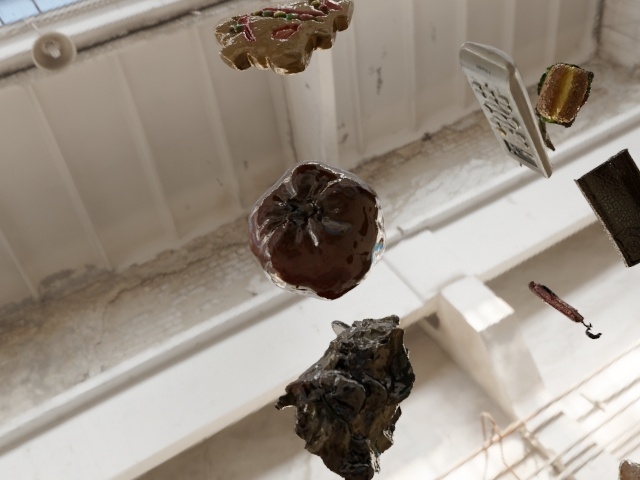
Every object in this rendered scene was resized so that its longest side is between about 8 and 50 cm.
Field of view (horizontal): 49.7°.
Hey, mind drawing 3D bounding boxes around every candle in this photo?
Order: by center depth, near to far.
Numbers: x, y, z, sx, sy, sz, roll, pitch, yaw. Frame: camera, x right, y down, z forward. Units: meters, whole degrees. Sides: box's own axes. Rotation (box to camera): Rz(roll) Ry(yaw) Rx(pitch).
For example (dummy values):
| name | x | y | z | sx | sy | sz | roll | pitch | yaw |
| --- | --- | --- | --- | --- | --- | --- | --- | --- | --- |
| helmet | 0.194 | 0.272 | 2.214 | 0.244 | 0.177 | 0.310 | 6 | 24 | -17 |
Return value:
| name | x | y | z | sx | sy | sz | roll | pitch | yaw |
| --- | --- | --- | --- | --- | --- | --- | --- | --- | --- |
| candle | 0.370 | 0.103 | 1.057 | 0.021 | 0.167 | 0.026 | -9 | -66 | -14 |

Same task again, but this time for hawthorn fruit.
| name | x | y | z | sx | sy | sz | roll | pitch | yaw |
| --- | --- | --- | --- | --- | --- | --- | --- | --- | --- |
| hawthorn fruit | 0.000 | 0.000 | 1.069 | 0.208 | 0.208 | 0.248 | -38 | -24 | -7 |

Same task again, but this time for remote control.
| name | x | y | z | sx | sy | sz | roll | pitch | yaw |
| --- | --- | --- | --- | --- | --- | --- | --- | --- | --- |
| remote control | 0.321 | -0.216 | 1.151 | 0.055 | 0.109 | 0.313 | -48 | -39 | 0 |

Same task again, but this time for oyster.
| name | x | y | z | sx | sy | sz | roll | pitch | yaw |
| --- | --- | --- | --- | --- | --- | --- | --- | --- | --- |
| oyster | 0.093 | 0.272 | 1.273 | 0.361 | 0.221 | 0.096 | -40 | -3 | -42 |

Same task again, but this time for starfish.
| name | x | y | z | sx | sy | sz | roll | pitch | yaw |
| --- | --- | --- | --- | --- | --- | --- | --- | --- | --- |
| starfish | 0.653 | -0.308 | 2.085 | 0.223 | 0.050 | 0.216 | 35 | -99 | -30 |

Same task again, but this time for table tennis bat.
| name | x | y | z | sx | sy | sz | roll | pitch | yaw |
| --- | --- | --- | --- | --- | --- | --- | --- | --- | --- |
| table tennis bat | 0.119 | 0.274 | 1.738 | 0.027 | 0.236 | 0.150 | -48 | -29 | -18 |

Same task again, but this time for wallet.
| name | x | y | z | sx | sy | sz | roll | pitch | yaw |
| --- | --- | --- | --- | --- | --- | --- | --- | --- | --- |
| wallet | 0.686 | -0.069 | 1.542 | 0.133 | 0.039 | 0.243 | -31 | -83 | 14 |

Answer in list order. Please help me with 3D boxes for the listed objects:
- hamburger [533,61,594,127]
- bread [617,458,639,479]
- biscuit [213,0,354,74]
| name | x | y | z | sx | sy | sz | roll | pitch | yaw |
| --- | --- | --- | --- | --- | --- | --- | --- | --- | --- |
| hamburger | 0.646 | -0.393 | 1.854 | 0.087 | 0.137 | 0.165 | -12 | -56 | -68 |
| bread | 0.473 | 0.409 | 0.883 | 0.146 | 0.268 | 0.268 | -15 | -36 | 20 |
| biscuit | -0.044 | -0.319 | 1.026 | 0.239 | 0.212 | 0.041 | -34 | -46 | -21 |
